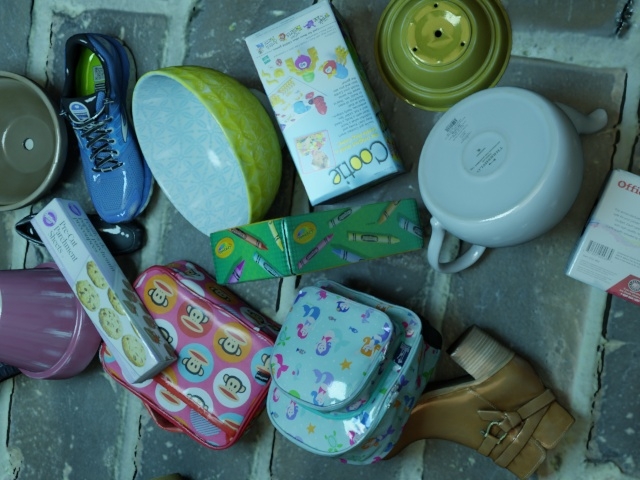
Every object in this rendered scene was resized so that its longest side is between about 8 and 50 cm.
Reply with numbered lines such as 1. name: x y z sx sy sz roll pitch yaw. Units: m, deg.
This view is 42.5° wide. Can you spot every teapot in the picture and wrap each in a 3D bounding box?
1. teapot: 0.279 -0.088 1.219 0.256 0.187 0.252 -7 67 34

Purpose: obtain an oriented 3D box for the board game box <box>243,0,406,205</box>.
1. board game box: 0.013 -0.206 1.283 0.144 0.142 0.275 -22 88 12

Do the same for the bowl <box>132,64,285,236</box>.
1. bowl: -0.148 -0.158 1.296 0.156 0.289 0.289 -34 84 -30

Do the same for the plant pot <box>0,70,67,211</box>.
1. plant pot: -0.530 -0.168 1.419 0.238 0.110 0.237 1 93 13

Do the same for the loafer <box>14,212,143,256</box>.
1. loafer: -0.418 -0.010 1.419 0.223 0.078 0.076 6 95 12

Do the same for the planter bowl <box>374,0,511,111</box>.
1. planter bowl: 0.184 -0.311 1.267 0.217 0.090 0.217 1 94 12

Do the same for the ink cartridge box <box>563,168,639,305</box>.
1. ink cartridge box: 0.461 -0.005 1.232 0.128 0.072 0.175 24 98 10

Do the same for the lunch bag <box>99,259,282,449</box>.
1. lunch bag: -0.214 0.201 1.373 0.293 0.120 0.258 33 103 11

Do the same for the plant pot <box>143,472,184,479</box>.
1. plant pot: -0.266 0.526 1.362 0.237 0.237 0.254 -19 74 13

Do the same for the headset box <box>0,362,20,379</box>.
1. headset box: -0.681 0.169 1.460 0.247 0.131 0.283 -25 88 12

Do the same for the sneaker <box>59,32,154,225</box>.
1. sneaker: -0.371 -0.185 1.360 0.130 0.147 0.329 -12 88 14

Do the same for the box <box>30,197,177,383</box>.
1. box: -0.348 0.078 1.316 0.067 0.063 0.324 -38 77 15

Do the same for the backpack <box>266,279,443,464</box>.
1. backpack: 0.036 0.201 1.237 0.225 0.191 0.253 20 84 37

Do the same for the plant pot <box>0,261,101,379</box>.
1. plant pot: -0.491 0.126 1.359 0.202 0.180 0.201 -8 75 33

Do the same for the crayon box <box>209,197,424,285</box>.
1. crayon box: 0.000 0.000 1.207 0.165 0.279 0.081 -10 90 47

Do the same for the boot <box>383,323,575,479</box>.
1. boot: 0.235 0.298 1.295 0.220 0.109 0.283 43 93 3
